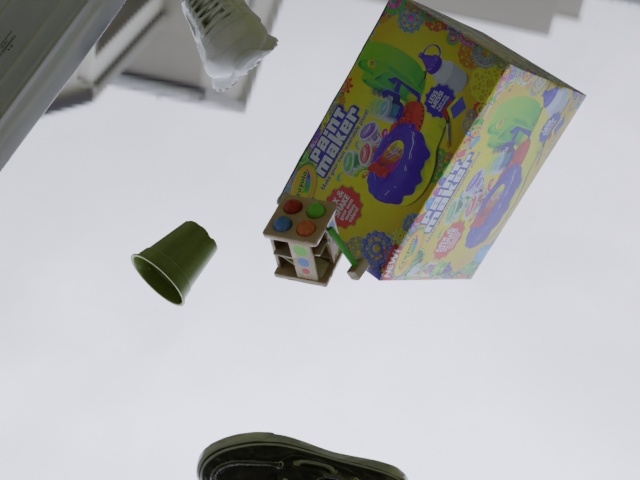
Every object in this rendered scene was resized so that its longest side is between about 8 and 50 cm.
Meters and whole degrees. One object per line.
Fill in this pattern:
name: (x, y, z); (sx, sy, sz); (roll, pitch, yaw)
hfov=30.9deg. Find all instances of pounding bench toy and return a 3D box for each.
pounding bench toy: (0.000, 0.000, 1.034); (0.083, 0.065, 0.052); (11, -130, 22)

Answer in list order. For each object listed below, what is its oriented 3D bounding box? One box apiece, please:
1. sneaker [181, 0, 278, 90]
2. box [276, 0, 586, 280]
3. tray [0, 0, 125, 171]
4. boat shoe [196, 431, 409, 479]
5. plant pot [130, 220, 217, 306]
sneaker: (-0.113, -0.239, 1.282); (0.090, 0.095, 0.235); (-35, -154, 2)
box: (0.142, -0.116, 1.439); (0.177, 0.290, 0.279); (38, -162, 26)
tray: (-0.334, -0.206, 1.230); (0.145, 0.030, 0.270); (32, -104, 1)
boat shoe: (-0.016, 0.243, 1.144); (0.219, 0.077, 0.070); (8, -164, -1)
plant pot: (-0.164, 0.020, 1.351); (0.083, 0.083, 0.079); (30, -115, 29)
